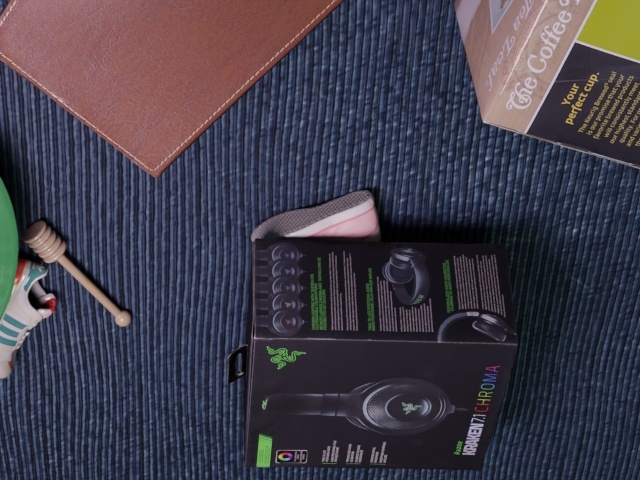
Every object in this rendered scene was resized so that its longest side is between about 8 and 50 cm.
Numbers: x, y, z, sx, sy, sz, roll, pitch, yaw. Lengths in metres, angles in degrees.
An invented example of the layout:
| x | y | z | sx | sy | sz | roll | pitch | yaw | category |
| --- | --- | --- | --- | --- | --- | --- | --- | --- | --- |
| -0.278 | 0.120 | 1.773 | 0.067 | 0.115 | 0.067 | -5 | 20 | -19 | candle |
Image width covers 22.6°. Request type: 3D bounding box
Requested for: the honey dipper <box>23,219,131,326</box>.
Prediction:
| x | y | z | sx | sy | sz | roll | pitch | yaw | category |
| --- | --- | --- | --- | --- | --- | --- | --- | --- | --- |
| -0.251 | 0.039 | 1.692 | 0.030 | 0.030 | 0.161 | -30 | 126 | 18 | honey dipper |

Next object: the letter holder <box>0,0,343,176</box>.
| x | y | z | sx | sy | sz | roll | pitch | yaw | category |
| --- | --- | --- | --- | --- | --- | --- | --- | --- | --- |
| -0.125 | -0.245 | 1.410 | 0.214 | 0.152 | 0.302 | 37 | 117 | -25 | letter holder |

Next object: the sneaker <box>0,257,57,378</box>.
| x | y | z | sx | sy | sz | roll | pitch | yaw | category |
| --- | --- | --- | --- | --- | --- | --- | --- | --- | --- |
| -0.320 | 0.086 | 1.704 | 0.075 | 0.057 | 0.161 | 6 | 124 | -1 | sneaker |

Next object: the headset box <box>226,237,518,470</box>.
| x | y | z | sx | sy | sz | roll | pitch | yaw | category |
| --- | --- | --- | --- | --- | --- | --- | --- | --- | --- |
| 0.043 | 0.123 | 1.678 | 0.283 | 0.131 | 0.246 | 2 | 141 | -5 | headset box |

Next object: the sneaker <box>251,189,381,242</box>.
| x | y | z | sx | sy | sz | roll | pitch | yaw | category |
| --- | --- | --- | --- | --- | --- | --- | --- | --- | --- |
| 0.000 | 0.000 | 1.662 | 0.134 | 0.051 | 0.070 | -18 | 121 | 5 | sneaker |

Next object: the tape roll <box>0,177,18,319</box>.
| x | y | z | sx | sy | sz | roll | pitch | yaw | category |
| --- | --- | --- | --- | --- | --- | --- | --- | --- | --- |
| -0.455 | 0.012 | 1.537 | 0.321 | 0.077 | 0.321 | -9 | 111 | -24 | tape roll |

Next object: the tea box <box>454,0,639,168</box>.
| x | y | z | sx | sy | sz | roll | pitch | yaw | category |
| --- | --- | --- | --- | --- | --- | --- | --- | --- | --- |
| 0.332 | -0.245 | 1.392 | 0.323 | 0.220 | 0.329 | 15 | 124 | -16 | tea box |
